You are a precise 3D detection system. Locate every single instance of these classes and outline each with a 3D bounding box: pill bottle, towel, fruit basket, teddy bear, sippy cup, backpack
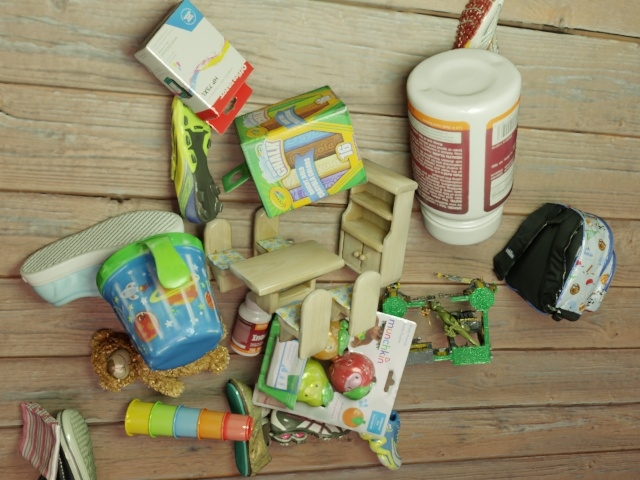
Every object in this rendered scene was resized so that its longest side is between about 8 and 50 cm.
[{"bbox_3d":[-0.170,0.206,1.558,0.086,0.086,0.152,8,116,-18],"label":"pill bottle"},{"bbox_3d":[-0.682,0.485,1.510,0.029,0.197,0.144,2,96,-45],"label":"towel"},{"bbox_3d":[0.307,-0.188,1.350,0.224,0.224,0.392,-17,136,-5],"label":"pill bottle"},{"bbox_3d":[0.028,0.313,1.559,0.353,0.165,0.327,17,102,7],"label":"fruit basket"},{"bbox_3d":[-0.389,0.279,1.530,0.338,0.113,0.245,8,113,-19],"label":"teddy bear"},{"bbox_3d":[-0.317,0.139,1.299,0.240,0.224,0.305,-32,158,7],"label":"sippy cup"},{"bbox_3d":[0.616,0.045,1.580,0.213,0.276,0.263,7,110,-23],"label":"backpack"}]

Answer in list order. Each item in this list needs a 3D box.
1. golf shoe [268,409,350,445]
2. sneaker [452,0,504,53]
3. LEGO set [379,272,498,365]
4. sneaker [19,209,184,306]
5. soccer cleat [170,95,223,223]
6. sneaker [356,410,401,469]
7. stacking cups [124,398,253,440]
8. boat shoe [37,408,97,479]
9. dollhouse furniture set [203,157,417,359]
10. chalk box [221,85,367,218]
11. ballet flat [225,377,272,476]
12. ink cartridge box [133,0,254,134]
[{"bbox_3d":[-0.016,0.497,1.746,0.272,0.105,0.120,6,81,-37],"label":"golf shoe"},{"bbox_3d":[0.343,-0.432,1.348,0.092,0.088,0.225,4,126,-21],"label":"sneaker"},{"bbox_3d":[0.310,0.202,1.654,0.331,0.192,0.255,-14,103,9],"label":"LEGO set"},{"bbox_3d":[-0.459,0.046,1.385,0.365,0.135,0.150,-17,130,5],"label":"sneaker"},{"bbox_3d":[-0.285,-0.175,1.320,0.093,0.121,0.289,-29,118,-50],"label":"soccer cleat"},{"bbox_3d":[0.206,0.588,1.862,0.126,0.091,0.240,-36,120,6],"label":"sneaker"},{"bbox_3d":[-0.334,0.473,1.592,0.316,0.096,0.096,6,119,9],"label":"stacking cups"},{"bbox_3d":[-0.662,0.646,1.623,0.156,0.187,0.500,-5,124,-18],"label":"boat shoe"},{"bbox_3d":[0.000,0.000,1.347,0.394,0.362,0.257,-17,124,-36],"label":"dollhouse furniture set"},{"bbox_3d":[-0.076,-0.181,1.316,0.288,0.180,0.179,-20,121,-4],"label":"chalk box"},{"bbox_3d":[-0.187,0.498,1.711,0.123,0.123,0.349,-7,119,-10],"label":"ballet flat"},{"bbox_3d":[-0.228,-0.332,1.221,0.231,0.078,0.134,42,69,-29],"label":"ink cartridge box"}]
